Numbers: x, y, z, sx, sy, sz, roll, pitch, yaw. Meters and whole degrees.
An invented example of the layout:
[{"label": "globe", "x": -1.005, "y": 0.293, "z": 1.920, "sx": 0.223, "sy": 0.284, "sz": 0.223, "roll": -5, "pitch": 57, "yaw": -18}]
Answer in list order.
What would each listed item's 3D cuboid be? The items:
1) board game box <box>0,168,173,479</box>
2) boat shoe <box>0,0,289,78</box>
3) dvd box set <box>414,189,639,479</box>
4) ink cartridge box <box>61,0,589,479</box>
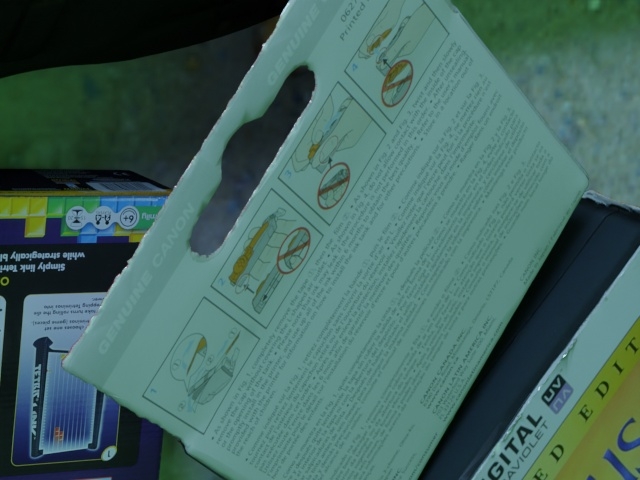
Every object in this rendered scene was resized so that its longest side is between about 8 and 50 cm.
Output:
[{"label": "board game box", "x": -0.136, "y": 0.047, "z": 0.682, "sx": 0.170, "sy": 0.048, "sz": 0.141, "roll": 0, "pitch": 104, "yaw": -32}, {"label": "boat shoe", "x": -0.141, "y": -0.105, "z": 0.613, "sx": 0.324, "sy": 0.122, "sz": 0.120, "roll": -16, "pitch": 79, "yaw": -29}, {"label": "dvd box set", "x": 0.157, "y": 0.224, "z": 0.902, "sx": 0.308, "sy": 0.062, "sz": 0.420, "roll": -51, "pitch": 123, "yaw": -12}, {"label": "ink cartridge box", "x": 0.000, "y": 0.000, "z": 0.709, "sx": 0.181, "sy": 0.056, "sz": 0.224, "roll": -59, "pitch": 143, "yaw": -7}]
